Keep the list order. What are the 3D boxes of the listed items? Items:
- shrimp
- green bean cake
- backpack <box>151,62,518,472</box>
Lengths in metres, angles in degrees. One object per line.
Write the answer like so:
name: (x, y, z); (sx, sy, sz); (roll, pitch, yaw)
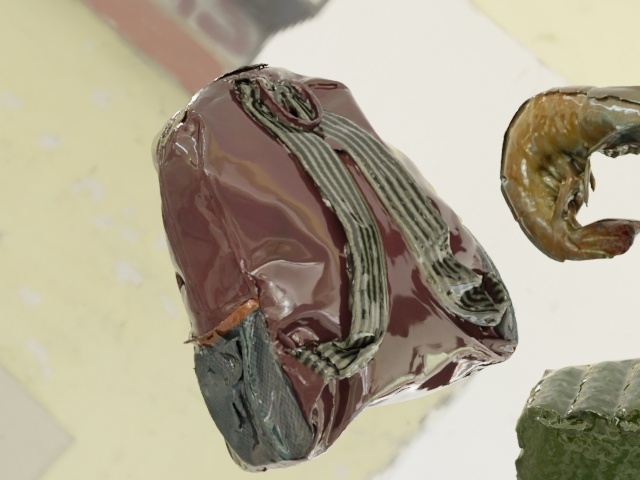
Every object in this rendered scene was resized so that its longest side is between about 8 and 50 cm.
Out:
shrimp: (0.231, -0.056, 1.077); (0.052, 0.143, 0.251); (-3, -1, -31)
green bean cake: (0.407, 0.308, 1.654); (0.319, 0.335, 0.218); (2, 21, 21)
backpack: (0.000, 0.000, 1.140); (0.197, 0.283, 0.317); (-27, -96, 51)
